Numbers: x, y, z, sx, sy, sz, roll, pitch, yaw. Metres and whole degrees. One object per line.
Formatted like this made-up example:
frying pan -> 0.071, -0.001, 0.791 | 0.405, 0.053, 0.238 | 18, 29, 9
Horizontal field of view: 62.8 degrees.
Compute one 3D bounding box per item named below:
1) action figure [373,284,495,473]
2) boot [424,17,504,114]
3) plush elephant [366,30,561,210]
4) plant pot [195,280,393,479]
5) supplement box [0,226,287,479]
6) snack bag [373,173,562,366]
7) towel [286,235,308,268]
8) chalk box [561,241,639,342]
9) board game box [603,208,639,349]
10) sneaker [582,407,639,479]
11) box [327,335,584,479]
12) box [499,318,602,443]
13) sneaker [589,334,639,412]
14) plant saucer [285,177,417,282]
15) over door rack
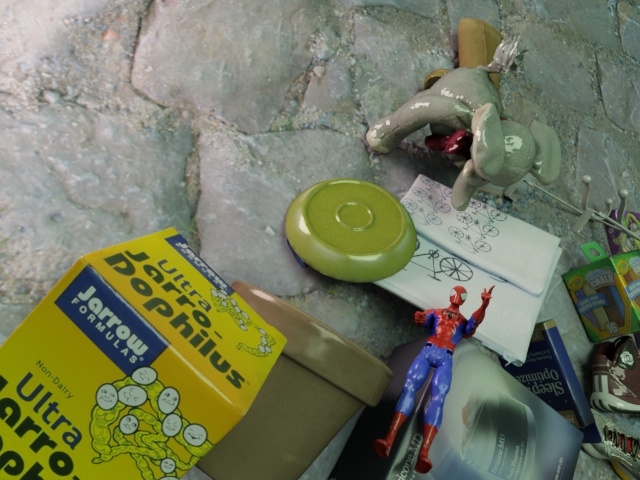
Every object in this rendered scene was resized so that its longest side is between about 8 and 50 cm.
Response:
action figure -> 0.161, 0.154, 0.721 | 0.091, 0.139, 0.280 | 17, 52, 17
boot -> 0.347, -0.429, 1.265 | 0.236, 0.089, 0.269 | 21, 62, -29
plush elephant -> 0.297, -0.181, 0.987 | 0.272, 0.330, 0.255 | 10, 55, -30
plant pot -> -0.064, 0.218, 0.726 | 0.263, 0.263, 0.229 | 32, 77, -11
supplement box -> -0.236, 0.185, 0.551 | 0.194, 0.195, 0.356 | 44, 101, -1
snack bag -> 0.262, 0.029, 0.965 | 0.323, 0.037, 0.342 | 29, 47, 14
towel -> 0.000, 0.000, 0.950 | 0.119, 0.029, 0.067 | -25, 78, -30
chalk box -> 0.650, 0.099, 1.167 | 0.132, 0.132, 0.213 | -11, 75, -30
board game box -> 0.833, 0.097, 1.310 | 0.208, 0.056, 0.346 | 8, 66, -28
sneaker -> 0.605, 0.407, 1.044 | 0.225, 0.093, 0.088 | 37, 59, -8
box -> 0.213, 0.352, 0.824 | 0.294, 0.183, 0.296 | 38, 58, -6
box -> 0.418, 0.271, 0.981 | 0.036, 0.136, 0.225 | -11, 75, -30
sneaker -> 0.696, 0.287, 1.123 | 0.281, 0.106, 0.162 | 10, 70, -22
plant saucer -> 0.058, -0.034, 0.932 | 0.241, 0.037, 0.241 | 4, 50, -5
over door rack -> 0.619, -0.073, 1.160 | 0.324, 0.239, 0.108 | 10, 109, -23
